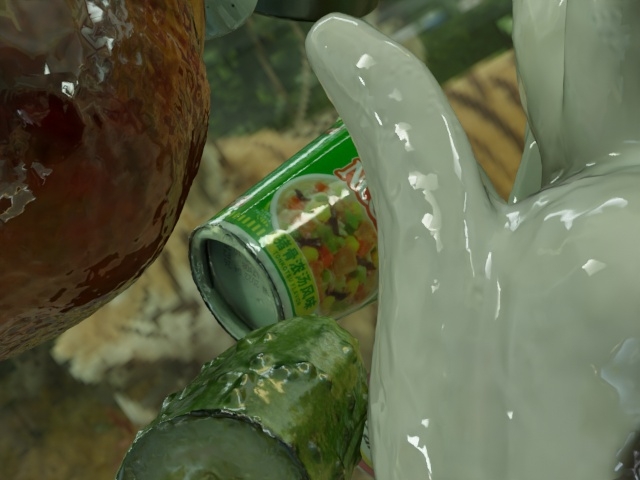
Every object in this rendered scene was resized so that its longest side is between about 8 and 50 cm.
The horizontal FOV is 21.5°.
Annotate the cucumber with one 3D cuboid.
[{"bbox_3d":[-0.028,0.109,1.037,0.134,0.134,0.244,-24,16,24],"label":"cucumber"}]

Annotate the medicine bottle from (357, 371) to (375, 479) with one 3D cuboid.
[{"bbox_3d":[0.091,0.118,1.187,0.090,0.090,0.217,-43,5,-25],"label":"medicine bottle"}]

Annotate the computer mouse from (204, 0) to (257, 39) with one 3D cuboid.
[{"bbox_3d":[-0.133,-0.312,1.419,0.160,0.288,0.097,-4,-5,11],"label":"computer mouse"}]

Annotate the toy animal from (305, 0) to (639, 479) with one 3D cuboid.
[{"bbox_3d":[0.105,-0.001,0.537,0.289,0.249,0.174,-47,0,-40],"label":"toy animal"}]

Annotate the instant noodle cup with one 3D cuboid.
[{"bbox_3d":[0.000,0.000,1.682,0.233,0.207,0.207,-33,17,-31],"label":"instant noodle cup"}]

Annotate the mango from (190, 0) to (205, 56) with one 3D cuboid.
[{"bbox_3d":[-0.164,-0.133,1.243,0.139,0.175,0.254,1,75,33],"label":"mango"}]

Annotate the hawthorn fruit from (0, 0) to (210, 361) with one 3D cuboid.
[{"bbox_3d":[-0.205,-0.053,0.906,0.285,0.285,0.369,-40,-8,-19],"label":"hawthorn fruit"}]

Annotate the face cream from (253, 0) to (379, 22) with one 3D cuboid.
[{"bbox_3d":[-0.005,-0.415,1.652,0.312,0.357,0.219,33,35,34],"label":"face cream"}]
